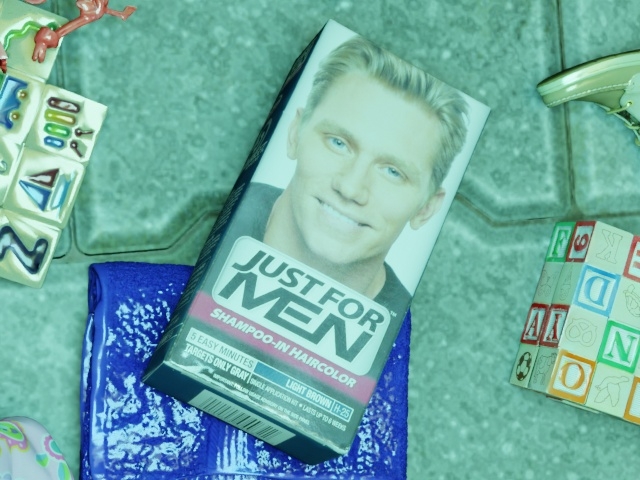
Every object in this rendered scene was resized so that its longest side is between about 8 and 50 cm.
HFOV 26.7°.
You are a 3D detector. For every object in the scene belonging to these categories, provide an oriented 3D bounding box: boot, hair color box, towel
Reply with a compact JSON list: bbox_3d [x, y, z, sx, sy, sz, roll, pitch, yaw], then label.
[{"bbox_3d":[0.324,-0.107,1.336,0.213,0.077,0.165,-12,95,-19],"label":"boot"},{"bbox_3d":[0.000,0.000,1.176,0.173,0.105,0.347,27,68,-9],"label":"hair color box"},{"bbox_3d":[-0.062,0.136,1.218,0.308,0.076,0.228,2,90,-17],"label":"towel"}]

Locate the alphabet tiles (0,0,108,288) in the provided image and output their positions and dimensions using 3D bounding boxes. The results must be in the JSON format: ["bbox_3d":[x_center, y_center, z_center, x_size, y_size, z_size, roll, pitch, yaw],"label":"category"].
[{"bbox_3d":[-0.370,-0.094,1.137,0.342,0.011,0.285,20,90,-10],"label":"alphabet tiles"}]

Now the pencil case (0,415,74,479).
[{"bbox_3d":[-0.318,0.193,1.042,0.284,0.124,0.124,12,77,-61],"label":"pencil case"}]

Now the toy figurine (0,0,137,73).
[{"bbox_3d":[-0.270,-0.336,1.053,0.191,0.217,0.363,-18,85,-18],"label":"toy figurine"}]

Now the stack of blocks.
[{"bbox_3d":[0.355,0.107,1.337,0.297,0.087,0.171,18,85,-16],"label":"stack of blocks"}]
